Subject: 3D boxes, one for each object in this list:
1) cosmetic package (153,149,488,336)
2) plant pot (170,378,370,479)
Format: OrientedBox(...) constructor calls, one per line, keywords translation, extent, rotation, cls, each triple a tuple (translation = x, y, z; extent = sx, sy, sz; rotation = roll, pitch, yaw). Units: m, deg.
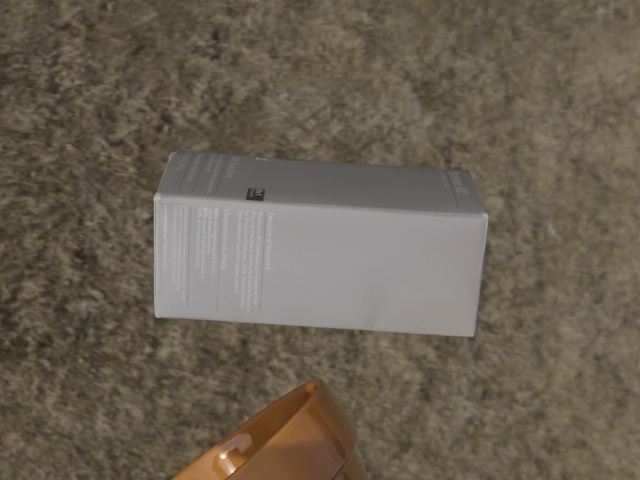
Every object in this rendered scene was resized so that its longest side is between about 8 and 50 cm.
OrientedBox(translation=(0.000, 0.000, 0.871), extent=(0.238, 0.127, 0.107), rotation=(1, 109, -2), cls="cosmetic package")
OrientedBox(translation=(-0.050, 0.289, 1.022), extent=(0.291, 0.291, 0.203), rotation=(-39, 91, -30), cls="plant pot")
